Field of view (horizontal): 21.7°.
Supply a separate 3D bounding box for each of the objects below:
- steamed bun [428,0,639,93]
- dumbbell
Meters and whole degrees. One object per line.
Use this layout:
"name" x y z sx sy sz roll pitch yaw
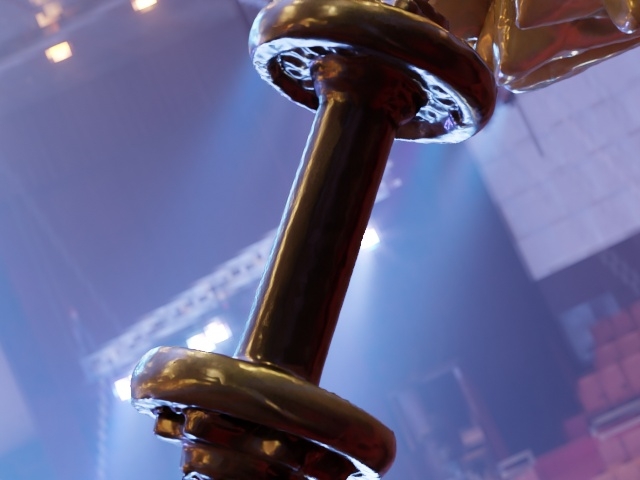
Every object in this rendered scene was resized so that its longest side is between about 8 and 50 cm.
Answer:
"steamed bun" 0.181 -0.209 0.999 0.189 0.247 0.428 4 -26 -40
"dumbbell" 0.000 0.000 0.497 0.081 0.254 0.081 17 -15 5
